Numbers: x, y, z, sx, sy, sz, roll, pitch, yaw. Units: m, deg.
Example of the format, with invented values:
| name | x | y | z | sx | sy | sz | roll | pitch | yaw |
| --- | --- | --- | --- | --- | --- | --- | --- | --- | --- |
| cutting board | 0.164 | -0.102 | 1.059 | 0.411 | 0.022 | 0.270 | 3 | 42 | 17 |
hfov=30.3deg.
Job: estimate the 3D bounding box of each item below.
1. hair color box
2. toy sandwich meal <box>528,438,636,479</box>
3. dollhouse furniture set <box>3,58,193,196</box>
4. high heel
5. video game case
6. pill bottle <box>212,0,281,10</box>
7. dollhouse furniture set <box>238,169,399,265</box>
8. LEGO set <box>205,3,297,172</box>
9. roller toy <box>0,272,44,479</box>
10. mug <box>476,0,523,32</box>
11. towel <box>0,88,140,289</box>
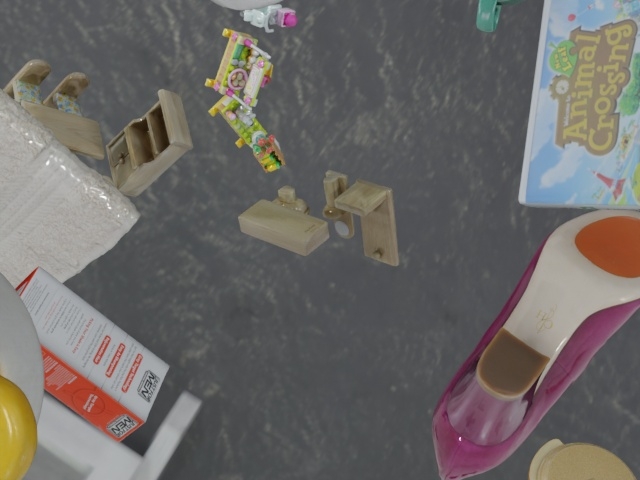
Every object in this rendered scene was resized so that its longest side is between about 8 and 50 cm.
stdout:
| name | x | y | z | sx | sy | sz | roll | pitch | yaw |
| --- | --- | --- | --- | --- | --- | --- | --- | --- | --- |
| hair color box | -0.198 | 0.094 | 0.972 | 0.141 | 0.072 | 0.043 | 40 | 125 | -16 |
| toy sandwich meal | 0.190 | 0.183 | 0.859 | 0.085 | 0.086 | 0.029 | 21 | 140 | 7 |
| dollhouse furniture set | -0.352 | -0.175 | 1.880 | 0.242 | 0.212 | 0.161 | 14 | 139 | -44 |
| high heel | 0.243 | 0.104 | 1.289 | 0.127 | 0.377 | 0.181 | 41 | 141 | 19 |
| video game case | 0.244 | -0.127 | 0.879 | 0.193 | 0.023 | 0.213 | 3 | 83 | 44 |
| pill bottle | -0.111 | -0.347 | 1.003 | 0.169 | 0.169 | 0.301 | -11 | 149 | 26 |
| dollhouse furniture set | 0.000 | 0.000 | 1.589 | 0.144 | 0.151 | 0.123 | 20 | 134 | 35 |
| LEGO set | -0.092 | -0.209 | 1.799 | 0.107 | 0.132 | 0.287 | 40 | 137 | 45 |
| roller toy | -0.277 | 0.089 | 0.708 | 0.191 | 0.146 | 0.209 | -35 | 80 | 8 |
| mug | 0.254 | -0.381 | 1.638 | 0.129 | 0.097 | 0.158 | -19 | 91 | 17 |
| towel | -0.304 | -0.033 | 1.126 | 0.187 | 0.049 | 0.282 | 42 | 144 | -16 |
